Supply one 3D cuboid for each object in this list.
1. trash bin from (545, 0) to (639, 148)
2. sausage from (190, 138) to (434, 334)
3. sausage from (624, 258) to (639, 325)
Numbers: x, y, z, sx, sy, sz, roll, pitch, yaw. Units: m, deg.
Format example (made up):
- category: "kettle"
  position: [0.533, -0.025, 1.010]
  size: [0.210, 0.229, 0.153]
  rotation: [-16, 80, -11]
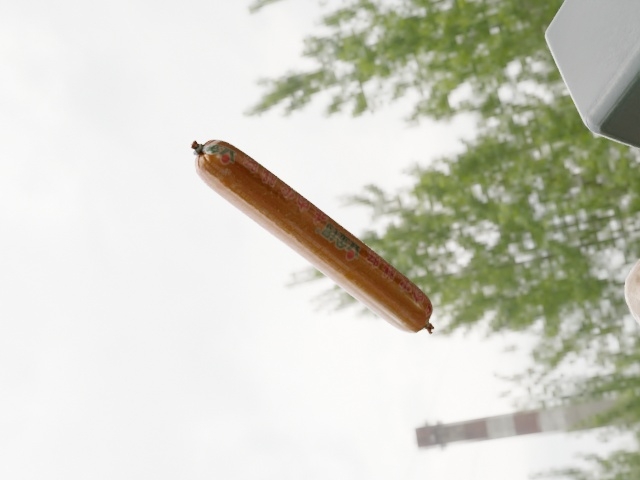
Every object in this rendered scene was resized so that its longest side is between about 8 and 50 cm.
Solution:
- category: "trash bin"
  position: [0.294, -0.211, 1.006]
  size: [0.101, 0.236, 0.177]
  rotation: [14, -142, -23]
- category: "sausage"
  position: [0.000, 0.000, 1.276]
  size: [0.347, 0.053, 0.053]
  rotation: [38, -139, -24]
- category: "sausage"
  position: [0.491, 0.043, 1.554]
  size: [0.120, 0.241, 0.136]
  rotation: [-28, -101, -44]
